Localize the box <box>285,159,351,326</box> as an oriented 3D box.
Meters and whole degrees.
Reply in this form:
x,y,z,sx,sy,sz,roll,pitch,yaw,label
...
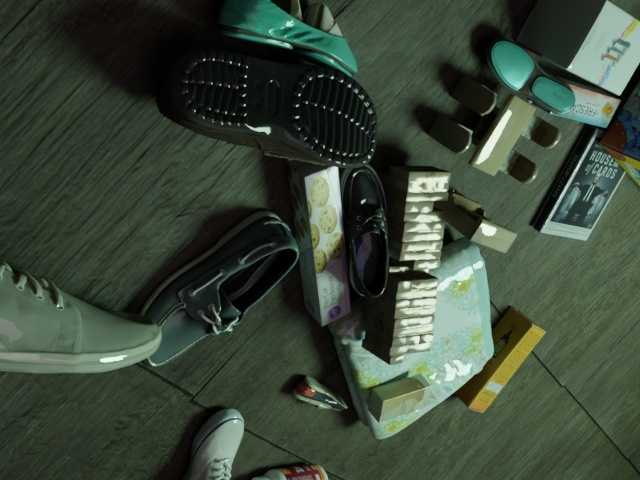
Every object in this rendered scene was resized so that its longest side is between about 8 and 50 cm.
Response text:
x,y,z,sx,sy,sz,roll,pitch,yaw,label
0.000,0.000,1.441,0.067,0.063,0.323,-23,132,-20,box

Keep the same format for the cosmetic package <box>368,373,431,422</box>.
x,y,z,sx,sy,sz,roll,pitch,yaw,label
0.153,0.303,1.676,0.115,0.041,0.060,-13,128,-27,cosmetic package

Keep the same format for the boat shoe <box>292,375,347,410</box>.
x,y,z,sx,sy,sz,roll,pitch,yaw,label
0.001,0.302,1.673,0.043,0.049,0.137,-48,134,6,boat shoe

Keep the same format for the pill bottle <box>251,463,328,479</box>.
x,y,z,sx,sy,sz,roll,pitch,yaw,label
-0.064,0.496,1.736,0.152,0.086,0.086,3,118,-39,pill bottle

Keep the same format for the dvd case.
x,y,z,sx,sy,sz,roll,pitch,yaw,label
0.554,-0.115,1.806,0.179,0.029,0.238,8,116,-41,dvd case

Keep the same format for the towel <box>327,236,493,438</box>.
x,y,z,sx,sy,sz,roll,pitch,yaw,label
0.193,0.201,1.717,0.321,0.090,0.374,-32,134,-16,towel

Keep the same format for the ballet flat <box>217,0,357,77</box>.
x,y,z,sx,sy,sz,roll,pitch,yaw,label
-0.029,-0.294,1.198,0.247,0.083,0.087,10,100,-43,ballet flat

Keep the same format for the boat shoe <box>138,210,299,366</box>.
x,y,z,sx,sy,sz,roll,pitch,yaw,label
-0.164,0.089,1.355,0.319,0.099,0.116,-43,137,-3,boat shoe

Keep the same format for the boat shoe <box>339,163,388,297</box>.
x,y,z,sx,sy,sz,roll,pitch,yaw,label
0.076,-0.014,1.425,0.080,0.076,0.228,-3,100,-11,boat shoe

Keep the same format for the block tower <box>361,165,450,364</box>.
x,y,z,sx,sy,sz,roll,pitch,yaw,label
0.147,0.038,1.501,0.097,0.091,0.335,-2,106,-30,block tower

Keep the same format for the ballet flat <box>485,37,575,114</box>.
x,y,z,sx,sy,sz,roll,pitch,yaw,label
0.348,-0.280,1.491,0.203,0.074,0.074,29,102,-24,ballet flat

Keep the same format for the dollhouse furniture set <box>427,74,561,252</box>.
x,y,z,sx,sy,sz,roll,pitch,yaw,label
0.302,-0.128,1.508,0.212,0.161,0.242,17,109,-43,dollhouse furniture set

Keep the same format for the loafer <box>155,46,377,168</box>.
x,y,z,sx,sy,sz,roll,pitch,yaw,label
-0.071,-0.187,1.221,0.366,0.130,0.133,13,84,-39,loafer

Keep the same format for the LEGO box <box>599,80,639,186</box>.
x,y,z,sx,sy,sz,roll,pitch,yaw,label
0.850,-0.223,1.815,0.500,0.193,0.372,29,95,-45,LEGO box

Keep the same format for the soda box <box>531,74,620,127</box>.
x,y,z,sx,sy,sz,roll,pitch,yaw,label
0.475,-0.260,1.619,0.183,0.058,0.062,5,117,-39,soda box

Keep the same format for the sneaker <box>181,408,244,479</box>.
x,y,z,sx,sy,sz,roll,pitch,yaw,label
-0.192,0.426,1.583,0.094,0.091,0.258,4,117,-39,sneaker

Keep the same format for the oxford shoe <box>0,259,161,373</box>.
x,y,z,sx,sy,sz,roll,pitch,yaw,label
-0.402,0.094,1.146,0.450,0.169,0.130,10,94,-40,oxford shoe

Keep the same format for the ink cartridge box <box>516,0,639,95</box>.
x,y,z,sx,sy,sz,roll,pitch,yaw,label
0.456,-0.347,1.491,0.176,0.128,0.127,12,112,-43,ink cartridge box

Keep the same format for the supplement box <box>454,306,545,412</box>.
x,y,z,sx,sy,sz,roll,pitch,yaw,label
0.390,0.264,1.921,0.080,0.078,0.233,25,104,-45,supplement box
